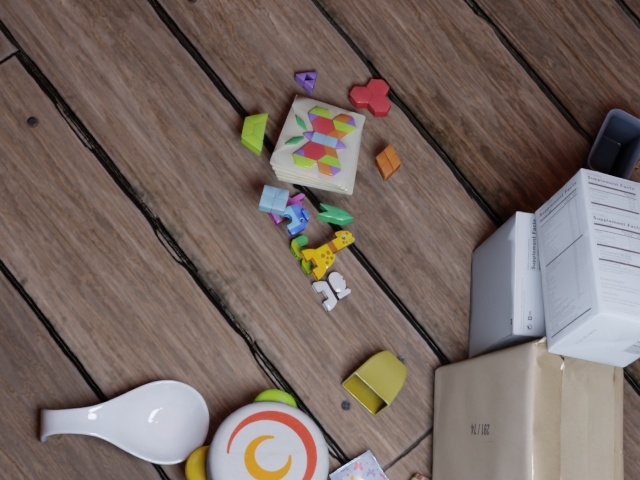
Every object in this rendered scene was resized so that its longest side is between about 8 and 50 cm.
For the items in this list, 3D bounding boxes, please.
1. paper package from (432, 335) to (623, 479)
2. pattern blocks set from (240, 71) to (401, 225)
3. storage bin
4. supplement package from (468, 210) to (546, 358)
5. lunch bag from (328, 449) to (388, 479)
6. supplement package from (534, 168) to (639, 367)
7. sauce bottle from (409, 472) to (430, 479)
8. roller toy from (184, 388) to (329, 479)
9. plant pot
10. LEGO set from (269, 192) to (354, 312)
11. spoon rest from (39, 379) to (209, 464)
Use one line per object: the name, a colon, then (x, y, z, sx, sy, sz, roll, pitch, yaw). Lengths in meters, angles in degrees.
paper package: (0.318, 0.332, 1.638, 0.168, 0.325, 0.309, 10, 73, -20)
pattern blocks set: (0.002, -0.172, 1.840, 0.285, 0.026, 0.325, 5, 58, -7)
storage bin: (0.541, -0.159, 1.929, 0.098, 0.091, 0.135, 28, 75, 0)
supplement package: (0.354, 0.089, 1.749, 0.145, 0.262, 0.204, 6, 74, -7)
lunch bag: (0.065, 0.401, 1.739, 0.083, 0.053, 0.071, -32, 80, -5)
supplement package: (0.414, 0.040, 1.524, 0.134, 0.139, 0.244, 13, 58, -17)
sauce bottle: (0.142, 0.452, 1.741, 0.042, 0.042, 0.128, 35, 72, 2)
roller toy: (-0.092, 0.368, 1.675, 0.209, 0.146, 0.191, -36, 77, -25)
plant pot: (0.100, 0.235, 1.774, 0.081, 0.081, 0.083, 42, 62, 4)
LEGO set: (0.000, 0.000, 1.814, 0.093, 0.087, 0.227, -28, 82, -14)
spoon rest: (-0.320, 0.298, 1.694, 0.276, 0.084, 0.137, -1, 76, -7)
